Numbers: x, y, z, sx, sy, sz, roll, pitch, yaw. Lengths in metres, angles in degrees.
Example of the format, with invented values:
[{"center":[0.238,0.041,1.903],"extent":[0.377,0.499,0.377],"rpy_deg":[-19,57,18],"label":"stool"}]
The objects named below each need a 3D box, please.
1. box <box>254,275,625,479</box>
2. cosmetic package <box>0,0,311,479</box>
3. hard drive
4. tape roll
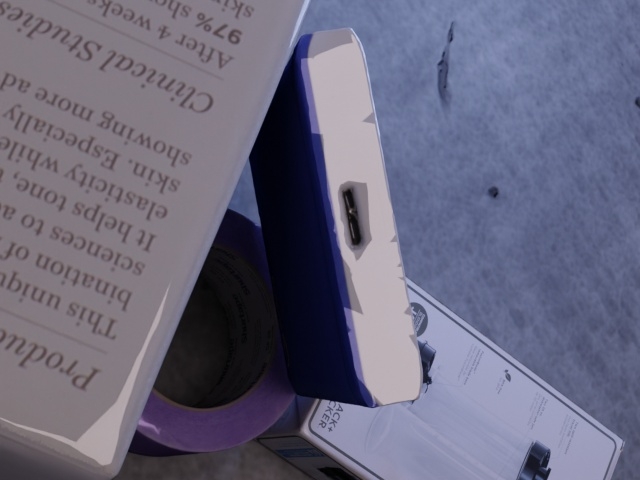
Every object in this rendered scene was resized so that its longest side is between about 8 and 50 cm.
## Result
[{"center":[0.103,0.167,1.200],"extent":[0.290,0.087,0.169],"rpy_deg":[36,64,-20],"label":"box"},{"center":[-0.219,-0.064,0.863],"extent":[0.329,0.327,0.393],"rpy_deg":[24,66,-6],"label":"cosmetic package"},{"center":[0.000,0.000,0.944],"extent":[0.040,0.319,0.210],"rpy_deg":[-10,86,-9],"label":"hard drive"},{"center":[-0.107,0.069,1.097],"extent":[0.189,0.080,0.189],"rpy_deg":[7,76,-30],"label":"tape roll"}]
